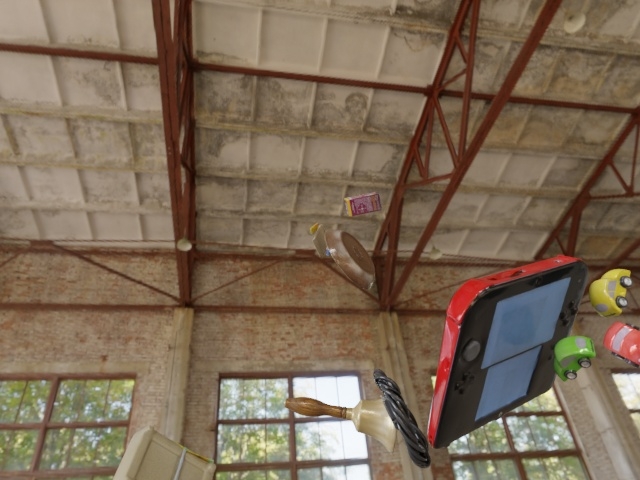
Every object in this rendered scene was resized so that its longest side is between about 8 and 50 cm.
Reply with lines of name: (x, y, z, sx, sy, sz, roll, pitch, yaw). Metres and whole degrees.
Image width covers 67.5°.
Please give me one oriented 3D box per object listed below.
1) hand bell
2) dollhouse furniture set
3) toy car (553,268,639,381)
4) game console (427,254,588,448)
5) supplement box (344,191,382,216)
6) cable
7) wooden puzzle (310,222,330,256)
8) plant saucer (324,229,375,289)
hand bell: (0.042, 0.372, 1.034, 0.241, 0.126, 0.126, 7, -38, 6)
dollhouse furniture set: (-0.356, 0.557, 0.952, 0.197, 0.302, 0.151, 40, -71, -16)
toy car: (0.499, 0.179, 0.889, 0.053, 0.239, 0.225, 26, -53, 2)
game console: (0.375, 0.211, 0.939, 0.386, 0.060, 0.343, -9, -69, -32)
supplement box: (0.105, -0.090, 1.186, 0.083, 0.055, 0.043, -12, -80, 0)
cable: (0.153, 0.323, 0.880, 0.047, 0.185, 0.151, -23, -42, -3)
wooden puzzle: (0.000, 0.000, 1.371, 0.014, 0.079, 0.117, -5, -60, 29)
plant saucer: (0.090, 0.042, 1.307, 0.036, 0.199, 0.198, -38, -47, 20)
